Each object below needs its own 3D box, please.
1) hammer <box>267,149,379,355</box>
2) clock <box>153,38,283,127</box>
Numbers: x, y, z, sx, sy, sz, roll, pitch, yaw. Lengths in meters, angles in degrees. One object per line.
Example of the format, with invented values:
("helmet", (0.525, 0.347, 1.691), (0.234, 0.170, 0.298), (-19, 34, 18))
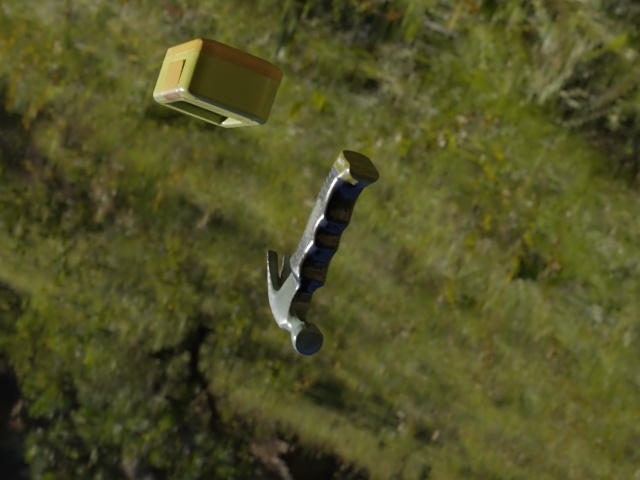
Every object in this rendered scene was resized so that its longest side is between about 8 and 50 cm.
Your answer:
("hammer", (0.000, 0.000, 1.592), (0.041, 0.226, 0.159), (11, -153, -25))
("clock", (-0.152, -0.228, 2.031), (0.143, 0.096, 0.202), (22, 176, -21))
